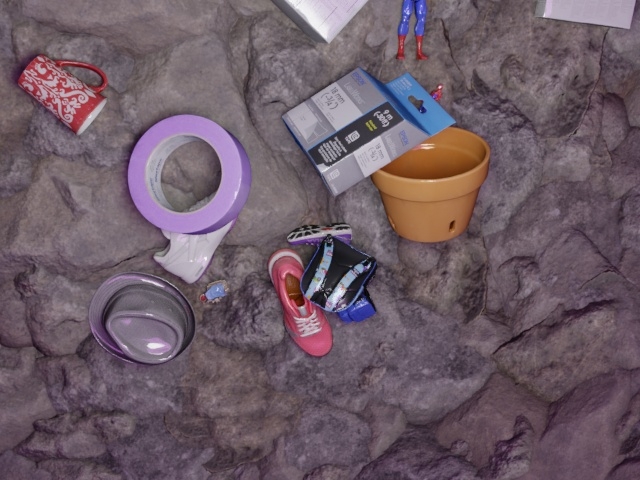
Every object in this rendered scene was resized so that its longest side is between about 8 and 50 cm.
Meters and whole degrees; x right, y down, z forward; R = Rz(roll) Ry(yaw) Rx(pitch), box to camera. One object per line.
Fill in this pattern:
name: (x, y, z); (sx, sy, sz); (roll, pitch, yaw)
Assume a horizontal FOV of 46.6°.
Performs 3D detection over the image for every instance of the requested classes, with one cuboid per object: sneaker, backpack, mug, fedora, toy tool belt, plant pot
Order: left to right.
mug: (-0.585, -0.346, 1.706); (0.169, 0.150, 0.113); (38, 133, -13)
fedora: (-0.447, 0.216, 1.860); (0.275, 0.124, 0.243); (34, 97, -17)
sneaker: (-0.298, -0.043, 1.817); (0.152, 0.114, 0.305); (28, 99, -17)
toy tool belt: (-0.273, 0.136, 1.905); (0.083, 0.051, 0.052); (-29, 108, -1)
sneaker: (-0.053, 0.181, 1.912); (0.116, 0.136, 0.313); (-23, 108, -2)
sneaker: (0.000, 0.000, 1.909); (0.170, 0.068, 0.071); (-4, 112, -9)
backpack: (0.038, 0.097, 1.830); (0.158, 0.117, 0.173); (28, 73, 11)
backpack: (0.075, 0.144, 1.930); (0.101, 0.120, 0.098); (-25, 151, -1)
plant pot: (0.265, -0.132, 1.823); (0.291, 0.290, 0.203); (-11, 124, -7)

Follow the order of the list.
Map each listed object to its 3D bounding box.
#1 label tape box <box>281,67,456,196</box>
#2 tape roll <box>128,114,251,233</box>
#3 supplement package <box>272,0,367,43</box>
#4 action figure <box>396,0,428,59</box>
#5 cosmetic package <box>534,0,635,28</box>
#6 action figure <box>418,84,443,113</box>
label tape box: (0.108, -0.287, 1.748); (0.334, 0.240, 0.106); (-32, 140, 0)
tape roll: (-0.305, -0.151, 1.742); (0.275, 0.090, 0.274); (-1, 86, 10)
supplement package: (-0.021, -0.569, 1.677); (0.203, 0.194, 0.149); (41, 95, -18)
action figure: (0.234, -0.572, 1.755); (0.092, 0.139, 0.280); (-3, 103, -11)
cosmetic package: (0.663, -0.594, 1.858); (0.239, 0.060, 0.098); (5, 107, -11)
action figure: (0.270, -0.345, 1.872); (0.030, 0.038, 0.115); (35, 98, -34)
